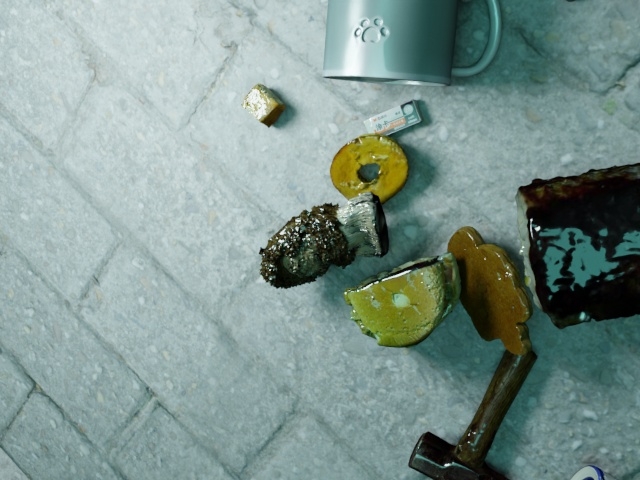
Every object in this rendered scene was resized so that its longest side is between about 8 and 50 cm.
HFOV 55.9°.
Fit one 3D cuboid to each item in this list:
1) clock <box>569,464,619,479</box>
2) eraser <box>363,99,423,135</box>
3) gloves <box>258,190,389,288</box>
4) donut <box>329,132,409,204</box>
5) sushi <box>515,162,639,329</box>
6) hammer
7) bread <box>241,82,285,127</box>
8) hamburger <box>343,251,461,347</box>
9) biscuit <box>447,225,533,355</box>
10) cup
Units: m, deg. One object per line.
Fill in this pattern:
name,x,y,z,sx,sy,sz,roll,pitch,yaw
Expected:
clock,0.552,0.589,1.251,0.083,0.230,0.230,27,110,10
eraser,0.160,-0.263,1.325,0.122,0.029,0.052,-20,94,25
gloves,0.002,0.007,1.366,0.312,0.210,0.135,-17,65,2
donut,0.113,-0.162,1.336,0.178,0.065,0.162,-31,107,29
sushi,0.516,0.007,1.099,0.294,0.299,0.281,-8,114,21
hammer,0.383,0.408,1.369,0.242,0.095,0.409,25,105,15
bread,-0.132,-0.316,1.410,0.070,0.077,0.083,-45,83,12
hamburger,0.186,0.142,1.322,0.288,0.167,0.192,-22,97,32
biscuit,0.357,0.102,1.254,0.290,0.041,0.208,65,158,20
cup,0.188,-0.446,1.176,0.357,0.259,0.274,1,104,-10
